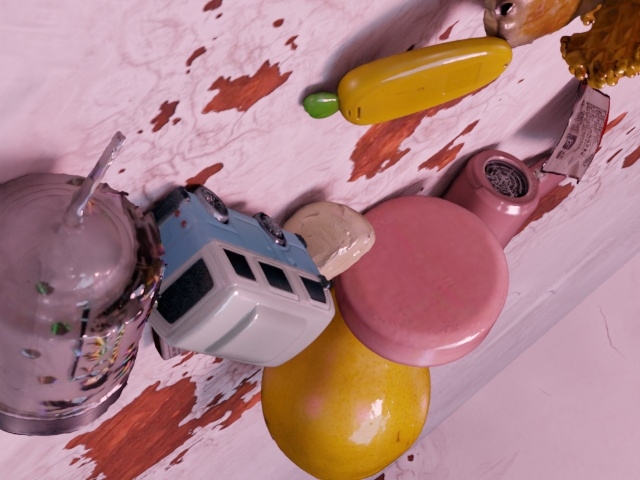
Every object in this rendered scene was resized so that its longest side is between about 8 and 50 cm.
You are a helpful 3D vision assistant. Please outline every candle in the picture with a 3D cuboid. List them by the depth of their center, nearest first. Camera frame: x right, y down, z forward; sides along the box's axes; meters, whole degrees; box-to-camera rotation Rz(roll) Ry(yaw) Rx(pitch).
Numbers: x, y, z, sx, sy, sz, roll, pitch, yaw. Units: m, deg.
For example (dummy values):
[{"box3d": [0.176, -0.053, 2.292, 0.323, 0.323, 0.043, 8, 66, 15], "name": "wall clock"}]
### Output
[{"box3d": [-0.236, 0.035, 1.144, 0.187, 0.187, 0.330, -25, 157, -32], "name": "candle"}]

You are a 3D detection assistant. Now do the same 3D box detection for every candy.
[{"box3d": [0.148, 0.052, 1.793, 0.255, 0.255, 0.094, -30, 160, -20], "name": "candy"}]

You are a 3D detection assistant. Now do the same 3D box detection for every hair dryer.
[{"box3d": [0.306, -0.080, 2.009, 0.352, 0.125, 0.210, -34, 163, -42], "name": "hair dryer"}]

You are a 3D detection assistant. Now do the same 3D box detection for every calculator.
[{"box3d": [0.096, -0.170, 1.385, 0.235, 0.032, 0.146, -17, 166, -2], "name": "calculator"}]

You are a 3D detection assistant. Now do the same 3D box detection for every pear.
[{"box3d": [0.054, 0.215, 1.983, 0.285, 0.285, 0.336, -20, 153, -41], "name": "pear"}]

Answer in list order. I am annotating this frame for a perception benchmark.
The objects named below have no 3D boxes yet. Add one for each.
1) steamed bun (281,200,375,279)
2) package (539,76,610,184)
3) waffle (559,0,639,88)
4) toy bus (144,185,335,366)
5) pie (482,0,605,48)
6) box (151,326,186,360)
[{"box3d": [0.000, 0.000, 1.634, 0.130, 0.091, 0.112, -38, 164, 10], "name": "steamed bun"}, {"box3d": [0.407, -0.165, 1.982, 0.239, 0.030, 0.154, 8, 106, -64], "name": "package"}, {"box3d": [0.380, -0.280, 1.507, 0.228, 0.051, 0.231, -43, -156, 13], "name": "waffle"}, {"box3d": [-0.095, 0.056, 1.440, 0.133, 0.165, 0.271, -42, 152, 15], "name": "toy bus"}, {"box3d": [0.302, -0.340, 1.379, 0.339, 0.077, 0.339, -36, 161, -14], "name": "pie"}, {"box3d": [-0.164, 0.087, 1.639, 0.115, 0.036, 0.177, -32, 161, -17], "name": "box"}]
